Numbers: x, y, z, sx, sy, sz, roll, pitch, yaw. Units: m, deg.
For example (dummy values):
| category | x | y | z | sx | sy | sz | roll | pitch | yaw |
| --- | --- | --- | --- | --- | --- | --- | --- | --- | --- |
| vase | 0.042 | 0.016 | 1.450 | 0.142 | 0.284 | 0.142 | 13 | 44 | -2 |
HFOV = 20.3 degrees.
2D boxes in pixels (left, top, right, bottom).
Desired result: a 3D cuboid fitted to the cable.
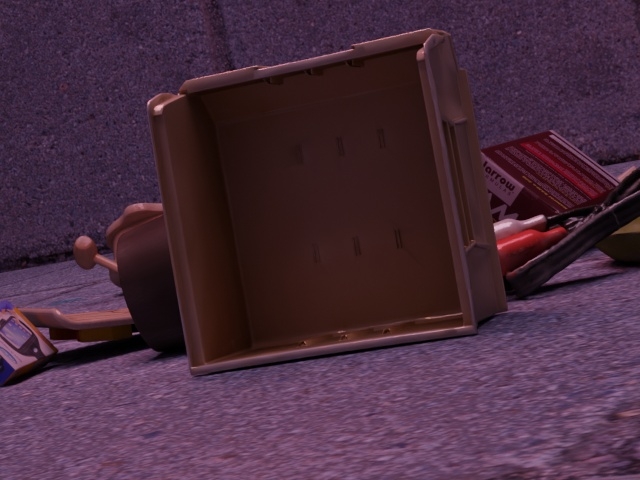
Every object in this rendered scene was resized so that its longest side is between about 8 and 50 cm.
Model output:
| category | x | y | z | sx | sy | sz | roll | pitch | yaw |
| --- | --- | --- | --- | --- | --- | --- | --- | --- | --- |
| cable | 0.248 | -0.026 | 1.707 | 0.287 | 0.072 | 0.139 | -31 | 9 | -9 |

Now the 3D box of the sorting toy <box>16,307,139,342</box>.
| category | x | y | z | sx | sy | sz | roll | pitch | yaw |
| --- | --- | --- | --- | --- | --- | --- | --- | --- | --- |
| sorting toy | -0.217 | 0.090 | 1.963 | 0.208 | 0.038 | 0.193 | 0 | -1 | -25 |

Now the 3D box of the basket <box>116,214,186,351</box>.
| category | x | y | z | sx | sy | sz | roll | pitch | yaw |
| --- | --- | --- | --- | --- | --- | --- | --- | --- | --- |
| basket | -0.076 | 0.020 | 1.784 | 0.227 | 0.204 | 0.154 | -19 | -43 | 10 |

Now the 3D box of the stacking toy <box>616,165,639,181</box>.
| category | x | y | z | sx | sy | sz | roll | pitch | yaw |
| --- | --- | --- | --- | --- | --- | --- | --- | --- | --- |
| stacking toy | 0.508 | -0.080 | 2.381 | 0.279 | 0.130 | 0.309 | -37 | -1 | 2 |

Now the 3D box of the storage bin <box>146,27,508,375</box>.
| category | x | y | z | sx | sy | sz | roll | pitch | yaw |
| --- | --- | --- | --- | --- | --- | --- | --- | --- | --- |
| storage bin | 0.007 | -0.035 | 1.560 | 0.262 | 0.260 | 0.123 | -10 | 0 | 22 |

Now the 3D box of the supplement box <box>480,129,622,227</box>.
| category | x | y | z | sx | sy | sz | roll | pitch | yaw |
| --- | --- | --- | --- | --- | --- | --- | --- | --- | --- |
| supplement box | 0.257 | -0.053 | 2.060 | 0.073 | 0.130 | 0.239 | -58 | -19 | 22 |

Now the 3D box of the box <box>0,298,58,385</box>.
| category | x | y | z | sx | sy | sz | roll | pitch | yaw |
| --- | --- | --- | --- | --- | --- | --- | --- | --- | --- |
| box | -0.327 | 0.104 | 1.832 | 0.028 | 0.081 | 0.136 | -47 | -5 | 11 |

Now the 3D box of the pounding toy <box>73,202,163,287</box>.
| category | x | y | z | sx | sy | sz | roll | pitch | yaw |
| --- | --- | --- | --- | --- | --- | --- | --- | --- | --- |
| pounding toy | -0.249 | 0.040 | 2.765 | 0.269 | 0.155 | 0.154 | -3 | -27 | -12 |

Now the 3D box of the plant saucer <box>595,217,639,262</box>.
| category | x | y | z | sx | sy | sz | roll | pitch | yaw |
| --- | --- | --- | --- | --- | --- | --- | --- | --- | --- |
| plant saucer | 0.387 | -0.013 | 1.794 | 0.241 | 0.037 | 0.241 | -11 | 3 | 1 |
